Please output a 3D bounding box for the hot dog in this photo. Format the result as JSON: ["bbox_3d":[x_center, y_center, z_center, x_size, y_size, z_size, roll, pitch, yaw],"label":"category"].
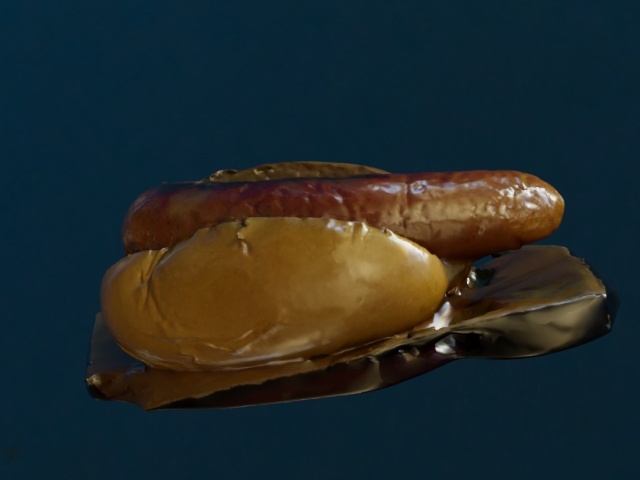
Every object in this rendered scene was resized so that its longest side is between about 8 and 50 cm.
[{"bbox_3d":[-0.003,0.003,0.886,0.326,0.194,0.107,-13,-67,7],"label":"hot dog"}]
